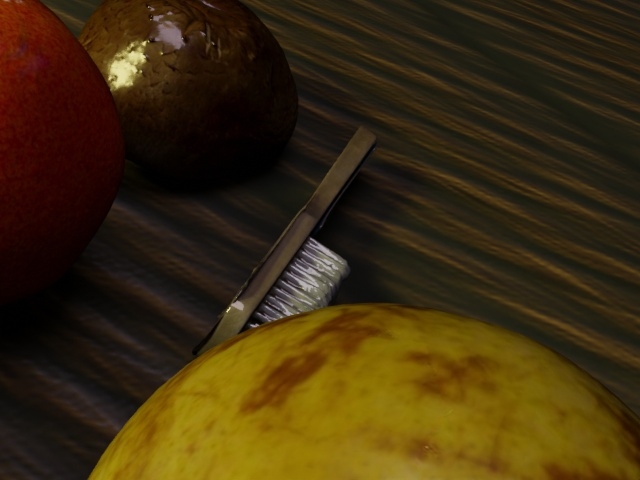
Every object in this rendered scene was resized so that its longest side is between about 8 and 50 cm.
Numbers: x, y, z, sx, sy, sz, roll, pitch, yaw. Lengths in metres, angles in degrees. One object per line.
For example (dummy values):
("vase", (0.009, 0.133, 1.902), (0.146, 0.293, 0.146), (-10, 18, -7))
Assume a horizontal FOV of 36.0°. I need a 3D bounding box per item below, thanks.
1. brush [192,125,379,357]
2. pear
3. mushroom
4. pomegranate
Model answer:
("brush", (0.000, 0.000, 0.765), (0.065, 0.070, 0.327), (34, 35, -2))
("pear", (0.024, 0.162, 0.377), (0.281, 0.280, 0.280), (9, 36, -6))
("mushroom", (-0.110, -0.153, 0.866), (0.194, 0.138, 0.231), (13, 36, -1))
("pomegranate", (-0.242, -0.071, 0.648), (0.221, 0.220, 0.256), (-5, 37, -24))
